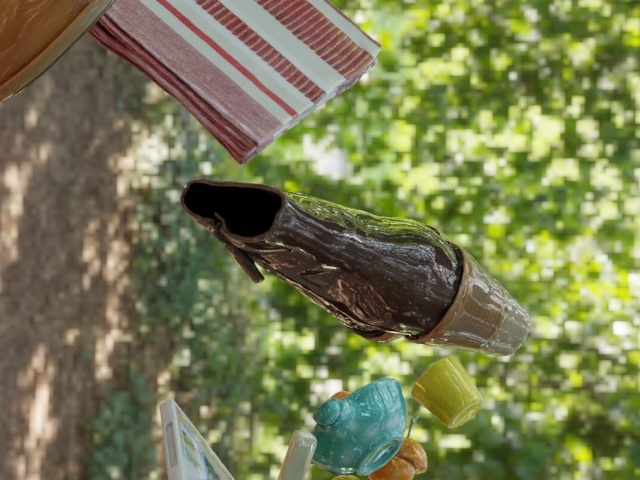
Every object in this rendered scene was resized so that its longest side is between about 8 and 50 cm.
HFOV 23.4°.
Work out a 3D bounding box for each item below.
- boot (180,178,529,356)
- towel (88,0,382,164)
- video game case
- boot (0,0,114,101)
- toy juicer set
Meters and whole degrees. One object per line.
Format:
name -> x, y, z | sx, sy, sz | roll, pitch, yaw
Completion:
boot -> 0.000, 0.000, 0.997 | 0.248, 0.207, 0.090 | 17, -98, 61
towel -> -0.087, -0.214, 1.577 | 0.037, 0.237, 0.329 | -51, 175, 33
video game case -> -0.099, 0.242, 1.438 | 0.157, 0.019, 0.143 | 57, 7, -29
boot -> -0.206, -0.138, 0.790 | 0.152, 0.197, 0.073 | 56, 29, -17
toy juicer set -> 0.022, 0.231, 1.709 | 0.329, 0.089, 0.209 | -9, 140, -48
